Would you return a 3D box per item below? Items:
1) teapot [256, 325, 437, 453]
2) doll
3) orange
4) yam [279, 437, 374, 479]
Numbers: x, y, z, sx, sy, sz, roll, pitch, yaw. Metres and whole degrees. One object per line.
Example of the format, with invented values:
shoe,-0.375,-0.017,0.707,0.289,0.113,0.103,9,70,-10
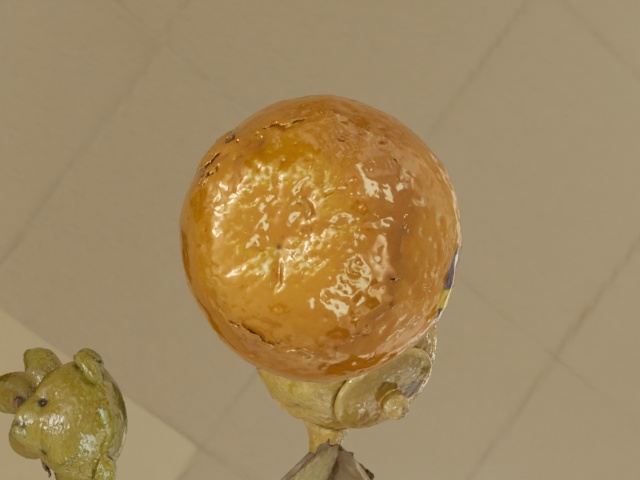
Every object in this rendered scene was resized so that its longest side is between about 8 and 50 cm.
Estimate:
teapot,0.049,0.118,1.835,0.203,0.167,0.311,-4,134,-40
doll,-0.249,0.165,1.553,0.097,0.209,0.137,-11,89,-36
orange,0.001,-0.002,1.322,0.219,0.193,0.219,0,99,1
yam,0.039,0.214,0.746,0.129,0.128,0.238,-43,98,-2
